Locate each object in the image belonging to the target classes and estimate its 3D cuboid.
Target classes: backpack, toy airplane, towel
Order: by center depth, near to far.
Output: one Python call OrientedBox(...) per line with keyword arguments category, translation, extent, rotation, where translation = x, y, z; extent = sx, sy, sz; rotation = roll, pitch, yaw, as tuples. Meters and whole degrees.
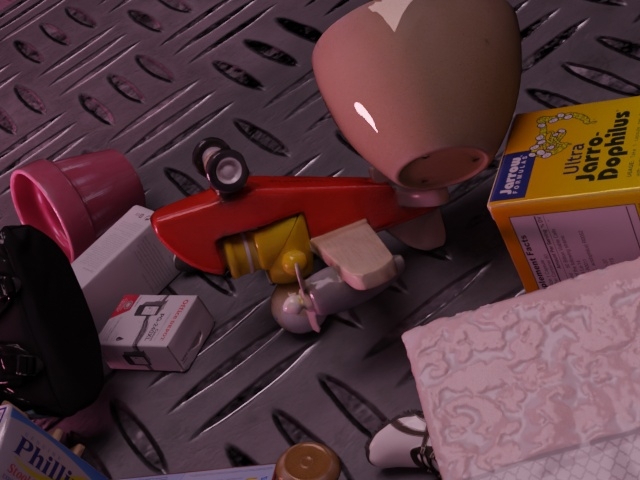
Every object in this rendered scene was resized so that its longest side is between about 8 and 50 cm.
OrientedBox(category="towel", translation=(0.280, 0.186, 1.336), extent=(0.332, 0.053, 0.317), rotation=(-17, 53, 8))
OrientedBox(category="toy airplane", translation=(0.000, 0.000, 1.710), extent=(0.384, 0.272, 0.386), rotation=(10, 13, 28))
OrientedBox(category="backpack", translation=(-0.504, 0.152, 1.785), extent=(0.356, 0.290, 0.273), rotation=(-21, -2, 21))

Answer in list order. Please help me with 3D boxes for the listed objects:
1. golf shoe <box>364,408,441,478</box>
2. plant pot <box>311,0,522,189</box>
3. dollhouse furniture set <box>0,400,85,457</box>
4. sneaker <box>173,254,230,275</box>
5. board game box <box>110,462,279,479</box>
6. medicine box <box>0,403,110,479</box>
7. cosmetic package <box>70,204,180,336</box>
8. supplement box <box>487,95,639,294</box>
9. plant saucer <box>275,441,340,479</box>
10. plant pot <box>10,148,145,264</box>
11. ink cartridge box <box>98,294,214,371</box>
OrientedBox(category="golf shoe", translation=(0.144, 0.250, 1.414), extent=(0.198, 0.077, 0.094), rotation=(-17, 37, 18))
OrientedBox(category="plant pot", translation=(0.144, -0.179, 1.581), extent=(0.284, 0.284, 0.191), rotation=(-17, 69, 16))
OrientedBox(category="dollhouse furniture set", translation=(-0.497, 0.321, 1.650), extent=(0.242, 0.212, 0.161), rotation=(-32, 25, 42))
OrientedBox(category="sneaker", translation=(-0.168, 0.027, 1.918), extent=(0.158, 0.061, 0.065), rotation=(-17, 43, 16))
OrientedBox(category="board game box", translation=(-0.190, 0.364, 1.537), extent=(0.281, 0.027, 0.145), rotation=(-10, 38, 24))
OrientedBox(category="medicine box", translation=(-0.405, 0.349, 1.454), extent=(0.289, 0.263, 0.149), rotation=(-16, 43, 33))
OrientedBox(category="cosmetic package", translation=(-0.335, 0.064, 1.935), extent=(0.231, 0.117, 0.085), rotation=(-44, 38, -23))
OrientedBox(category="supplement box", translation=(0.423, -0.054, 1.503), extent=(0.357, 0.194, 0.195), rotation=(-6, 41, 28))
OrientedBox(category="plant saucer", translation=(-0.016, 0.285, 1.508), extent=(0.083, 0.015, 0.083), rotation=(-4, 42, 3))
OrientedBox(category="plant pot", translation=(-0.420, -0.070, 2.109), extent=(0.180, 0.201, 0.201), rotation=(-30, 32, -29))
OrientedBox(category="ink cartridge box", translation=(-0.255, 0.141, 1.827), extent=(0.150, 0.063, 0.109), rotation=(-2, 43, 32))
